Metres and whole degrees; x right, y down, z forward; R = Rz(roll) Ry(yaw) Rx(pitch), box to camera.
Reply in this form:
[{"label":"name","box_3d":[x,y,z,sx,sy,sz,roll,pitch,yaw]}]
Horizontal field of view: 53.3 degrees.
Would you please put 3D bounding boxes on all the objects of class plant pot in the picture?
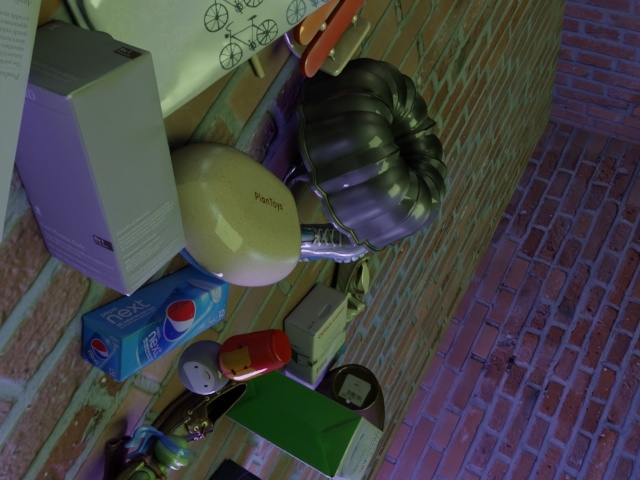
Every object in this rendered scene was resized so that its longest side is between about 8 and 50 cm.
[{"label":"plant pot","box_3d":[0.062,0.380,1.471,0.215,0.215,0.230,-52,166,-31]}]

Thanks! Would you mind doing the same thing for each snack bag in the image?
[{"label":"snack bag","box_3d":[-0.116,-0.317,0.634,0.323,0.037,0.343,-39,148,-17]}]

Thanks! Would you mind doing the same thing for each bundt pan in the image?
[{"label":"bundt pan","box_3d":[0.107,-0.151,1.053,0.330,0.124,0.331,29,54,-49]}]

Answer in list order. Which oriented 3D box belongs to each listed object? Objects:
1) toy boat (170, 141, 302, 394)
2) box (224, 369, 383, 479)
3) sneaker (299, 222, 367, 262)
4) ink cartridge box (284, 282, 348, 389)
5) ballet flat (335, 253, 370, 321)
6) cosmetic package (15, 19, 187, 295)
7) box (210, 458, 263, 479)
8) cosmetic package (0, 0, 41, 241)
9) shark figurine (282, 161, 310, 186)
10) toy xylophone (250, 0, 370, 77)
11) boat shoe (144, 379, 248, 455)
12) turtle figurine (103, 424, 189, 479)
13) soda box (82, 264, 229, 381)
[{"label":"toy boat","box_3d":[-0.127,0.031,0.829,0.267,0.148,0.319,30,47,-56]},{"label":"box","box_3d":[-0.033,0.359,1.252,0.127,0.261,0.231,-62,155,-13]},{"label":"sneaker","box_3d":[0.000,0.000,1.113,0.083,0.190,0.072,27,59,-57]},{"label":"ink cartridge box","box_3d":[-0.009,0.211,1.396,0.139,0.082,0.191,-45,147,-40]},{"label":"ballet flat","box_3d":[0.068,0.124,1.484,0.086,0.086,0.249,-34,140,-52]},{"label":"cosmetic package","box_3d":[-0.221,-0.076,0.625,0.107,0.127,0.238,-48,149,-36]},{"label":"box","box_3d":[-0.194,0.603,1.247,0.270,0.165,0.143,-47,150,-38]},{"label":"cosmetic package","box_3d":[-0.298,-0.110,0.483,0.117,0.085,0.231,-10,122,-63]},{"label":"shark figurine","box_3d":[0.026,-0.125,1.127,0.278,0.166,0.116,8,131,-40]},{"label":"toy xylophone","box_3d":[-0.025,-0.348,0.855,0.236,0.081,0.323,-62,156,-11]},{"label":"boat shoe","box_3d":[-0.204,0.291,1.063,0.207,0.073,0.073,-47,151,-37]},{"label":"turtle figurine","box_3d":[-0.242,0.436,0.911,0.266,0.198,0.275,-45,111,-7]},{"label":"soda box","box_3d":[-0.216,0.103,0.865,0.210,0.071,0.067,-30,138,-54]}]
